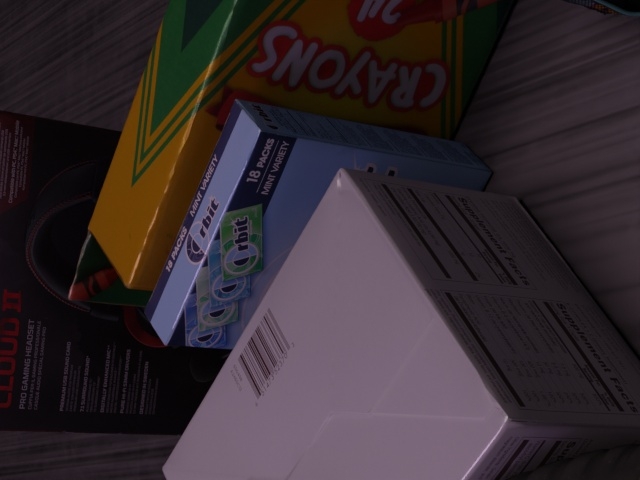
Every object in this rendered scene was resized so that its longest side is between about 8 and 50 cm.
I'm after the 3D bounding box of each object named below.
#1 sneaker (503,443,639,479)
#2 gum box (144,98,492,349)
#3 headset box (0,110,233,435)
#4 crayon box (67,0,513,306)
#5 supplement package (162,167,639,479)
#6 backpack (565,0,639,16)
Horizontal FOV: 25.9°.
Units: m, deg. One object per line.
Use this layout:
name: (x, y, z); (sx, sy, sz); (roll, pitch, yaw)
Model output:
sneaker: (0.071, 0.230, 0.676); (0.384, 0.145, 0.147); (-28, 35, 10)
gum box: (0.000, 0.000, 0.889); (0.041, 0.184, 0.157); (51, 124, 45)
headset box: (-0.166, 0.030, 1.019); (0.110, 0.293, 0.218); (-1, 83, 54)
crayon box: (-0.020, -0.069, 0.917); (0.081, 0.202, 0.319); (48, 123, 46)
supplement package: (0.048, 0.125, 0.833); (0.262, 0.145, 0.204); (-58, 43, 29)
backpack: (0.112, -0.223, 0.773); (0.144, 0.188, 0.166); (30, 108, 52)
